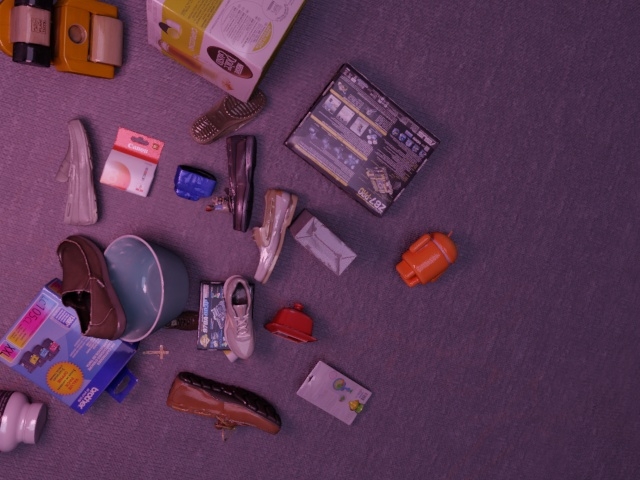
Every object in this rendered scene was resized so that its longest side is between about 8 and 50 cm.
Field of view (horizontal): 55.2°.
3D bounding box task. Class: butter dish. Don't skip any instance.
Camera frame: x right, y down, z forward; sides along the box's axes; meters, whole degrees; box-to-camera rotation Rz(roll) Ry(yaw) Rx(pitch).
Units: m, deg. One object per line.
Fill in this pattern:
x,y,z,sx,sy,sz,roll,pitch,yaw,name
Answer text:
-0.086,0.261,1.989,0.160,0.160,0.118,22,73,-12,butter dish

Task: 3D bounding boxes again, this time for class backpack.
-0.386,-0.174,1.885,0.120,0.098,0.101,13,107,-23,backpack

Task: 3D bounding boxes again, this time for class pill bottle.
-1.021,0.544,1.862,0.323,0.181,0.181,8,98,-9,pill bottle

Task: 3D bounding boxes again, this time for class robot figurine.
0.358,0.059,2.019,0.219,0.128,0.158,-37,92,0,robot figurine

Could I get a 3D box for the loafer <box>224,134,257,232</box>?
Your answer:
-0.257,-0.178,1.907,0.095,0.109,0.302,6,91,4,loafer

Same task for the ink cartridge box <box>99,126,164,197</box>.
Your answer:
-0.573,-0.237,1.870,0.145,0.045,0.179,19,99,-12,ink cartridge box

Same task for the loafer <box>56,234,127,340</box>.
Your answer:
-0.692,0.130,1.791,0.134,0.130,0.366,-48,64,25,loafer

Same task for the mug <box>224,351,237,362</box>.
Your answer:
-0.283,0.353,2.002,0.064,0.062,0.078,-34,135,-10,mug

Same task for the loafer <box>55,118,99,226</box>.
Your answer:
-0.730,-0.198,1.818,0.111,0.112,0.319,-5,101,-16,loafer

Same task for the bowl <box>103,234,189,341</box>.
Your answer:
-0.514,0.140,1.843,0.311,0.163,0.311,-1,89,35,bowl

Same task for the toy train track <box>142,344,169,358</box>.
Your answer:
-0.536,0.365,1.991,0.083,0.014,0.048,1,99,-8,toy train track

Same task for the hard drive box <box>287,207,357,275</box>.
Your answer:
0.000,0.000,1.899,0.181,0.232,0.089,42,91,-13,hard drive box

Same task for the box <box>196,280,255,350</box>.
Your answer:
-0.302,0.241,1.958,0.175,0.051,0.220,3,85,-12,box

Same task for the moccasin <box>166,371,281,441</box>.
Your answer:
-0.312,0.556,1.993,0.380,0.139,0.147,20,97,-11,moccasin

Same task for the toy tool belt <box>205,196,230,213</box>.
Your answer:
-0.319,-0.115,1.931,0.083,0.052,0.051,4,68,-12,toy tool belt

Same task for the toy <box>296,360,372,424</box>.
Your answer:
0.044,0.512,2.082,0.237,0.056,0.137,36,89,-17,toy

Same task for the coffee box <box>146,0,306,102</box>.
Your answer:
-0.240,-0.637,1.674,0.334,0.337,0.338,31,81,-12,coffee box

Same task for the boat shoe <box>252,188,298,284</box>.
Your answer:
-0.166,-0.016,1.940,0.103,0.113,0.302,19,86,-10,boat shoe

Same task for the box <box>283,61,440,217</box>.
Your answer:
0.132,-0.310,1.938,0.395,0.097,0.318,36,91,-13,box

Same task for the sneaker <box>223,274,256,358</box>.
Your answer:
-0.250,0.237,1.881,0.099,0.121,0.262,-8,88,-13,sneaker

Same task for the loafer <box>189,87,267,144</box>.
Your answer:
-0.285,-0.379,1.869,0.268,0.092,0.102,-34,94,-18,loafer

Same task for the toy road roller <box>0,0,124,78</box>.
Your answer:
-0.749,-0.581,1.734,0.329,0.240,0.202,-2,102,-46,toy road roller

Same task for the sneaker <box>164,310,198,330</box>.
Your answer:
-0.459,0.263,1.956,0.188,0.071,0.066,4,99,-9,sneaker

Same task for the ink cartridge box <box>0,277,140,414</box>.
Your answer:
-0.747,0.341,1.890,0.395,0.151,0.270,38,92,-14,ink cartridge box
